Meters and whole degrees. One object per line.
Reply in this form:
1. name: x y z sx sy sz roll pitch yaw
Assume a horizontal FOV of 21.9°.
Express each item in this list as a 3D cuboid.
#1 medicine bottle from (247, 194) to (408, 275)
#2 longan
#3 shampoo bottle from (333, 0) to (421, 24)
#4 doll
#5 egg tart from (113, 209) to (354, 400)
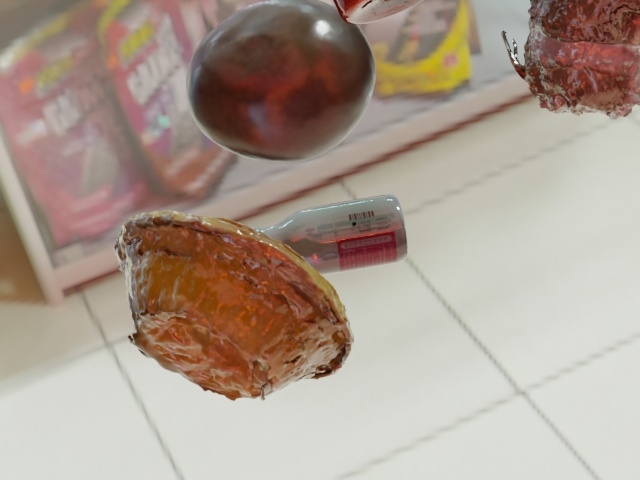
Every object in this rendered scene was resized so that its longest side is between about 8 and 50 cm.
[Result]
1. medicine bottle: 0.000 0.000 2.138 0.217 0.090 0.090 -9 37 -3
2. longan: -0.039 -0.157 1.628 0.187 0.167 0.167 -4 36 -9
3. shampoo bottle: 0.011 -0.330 1.424 0.104 0.104 0.278 -23 81 -10
4. doll: 0.206 -0.180 1.144 0.115 0.221 0.105 31 39 7
5. egg tart: -0.112 0.087 1.851 0.315 0.315 0.120 10 57 29
